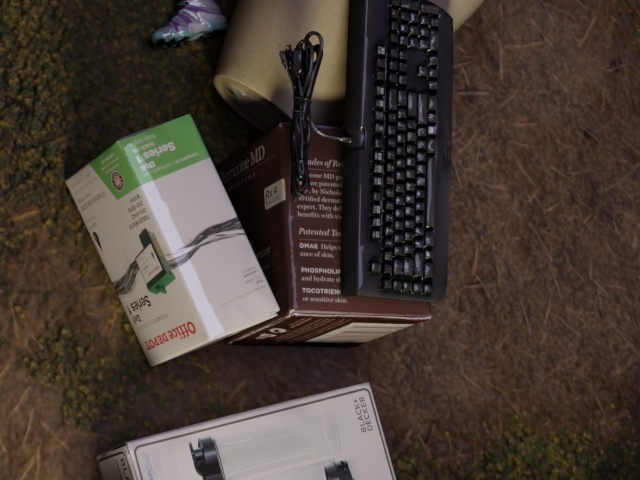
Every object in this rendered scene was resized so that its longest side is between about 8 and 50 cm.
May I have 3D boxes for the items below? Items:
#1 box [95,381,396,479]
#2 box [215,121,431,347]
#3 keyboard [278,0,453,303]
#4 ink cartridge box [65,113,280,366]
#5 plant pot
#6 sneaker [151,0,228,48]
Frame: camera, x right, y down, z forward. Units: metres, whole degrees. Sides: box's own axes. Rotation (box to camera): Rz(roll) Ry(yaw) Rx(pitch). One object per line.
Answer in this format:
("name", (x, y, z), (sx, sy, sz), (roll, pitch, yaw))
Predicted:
("box", (-0.068, 0.258, 1.834), (0.290, 0.087, 0.169), (-13, 83, -32))
("box", (0.000, 0.000, 1.895), (0.167, 0.168, 0.203), (3, 75, -27))
("keyboard", (0.049, -0.100, 1.810), (0.201, 0.033, 0.317), (5, 81, -27))
("ink cartridge box", (-0.151, 0.005, 1.815), (0.092, 0.160, 0.219), (-24, 88, -31))
("plant pot", (0.013, -0.243, 1.951), (0.256, 0.256, 0.274), (38, 77, -15))
("sneaker", (-0.152, -0.250, 1.960), (0.098, 0.038, 0.069), (-17, 84, -41))
